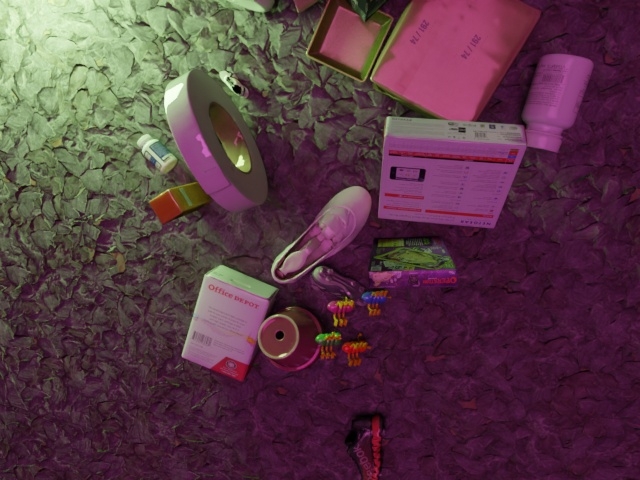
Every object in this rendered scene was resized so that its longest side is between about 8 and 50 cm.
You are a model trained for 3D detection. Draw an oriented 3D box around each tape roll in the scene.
[{"bbox_3d":[-0.265,-0.260,1.165,0.071,0.392,0.393,-22,98,13],"label":"tape roll"}]

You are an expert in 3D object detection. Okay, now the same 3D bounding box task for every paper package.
[{"bbox_3d":[0.334,-0.489,1.131,0.309,0.168,0.325,29,106,3],"label":"paper package"}]

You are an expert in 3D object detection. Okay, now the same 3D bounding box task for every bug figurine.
[{"bbox_3d":[0.097,0.254,1.325,0.216,0.072,0.279,6,114,-32],"label":"bug figurine"}]

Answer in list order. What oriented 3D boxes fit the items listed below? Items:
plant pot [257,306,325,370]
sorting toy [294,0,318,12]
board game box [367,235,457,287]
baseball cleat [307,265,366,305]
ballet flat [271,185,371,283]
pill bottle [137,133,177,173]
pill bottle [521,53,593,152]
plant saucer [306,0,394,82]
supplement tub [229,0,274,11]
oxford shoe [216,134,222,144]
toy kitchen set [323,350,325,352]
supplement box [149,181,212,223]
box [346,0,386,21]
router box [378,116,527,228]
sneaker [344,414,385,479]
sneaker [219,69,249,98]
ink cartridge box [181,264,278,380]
[{"bbox_3d":[-0.101,0.300,1.332,0.201,0.180,0.202,-4,75,15],"label":"plant pot"},{"bbox_3d":[-0.020,-0.733,1.116,0.193,0.208,0.038,-38,50,-9],"label":"sorting toy"},{"bbox_3d":[0.240,0.049,1.170,0.207,0.347,0.056,-6,102,11],"label":"board game box"},{"bbox_3d":[0.053,0.148,1.373,0.205,0.072,0.109,37,145,-17],"label":"baseball cleat"},{"bbox_3d":[0.000,0.000,1.311,0.400,0.139,0.139,-43,93,15],"label":"ballet flat"},{"bbox_3d":[-0.517,-0.275,1.369,0.120,0.067,0.067,45,105,-2],"label":"pill bottle"},{"bbox_3d":[0.604,-0.353,1.133,0.131,0.131,0.230,14,104,6],"label":"pill bottle"},{"bbox_3d":[0.082,-0.567,1.218,0.188,0.045,0.189,27,104,3],"label":"plant saucer"},{"bbox_3d":[-0.185,-0.795,1.119,0.228,0.228,0.317,22,105,4],"label":"supplement tub"},{"bbox_3d":[-0.345,-0.245,1.352,0.096,0.082,0.228,-2,102,29],"label":"oxford shoe"},{"bbox_3d":[-0.046,0.363,1.450,0.083,0.075,0.068,-22,84,-26],"label":"toy kitchen set"},{"bbox_3d":[-0.411,-0.118,1.300,0.078,0.233,0.080,-29,100,14],"label":"supplement box"},{"bbox_3d":[0.228,-0.730,0.995,0.395,0.318,0.097,-41,90,8],"label":"box"},{"bbox_3d":[0.328,-0.173,1.158,0.334,0.082,0.301,6,142,8],"label":"router box"},{"bbox_3d":[0.148,0.716,1.459,0.134,0.097,0.277,2,100,9],"label":"sneaker"},{"bbox_3d":[-0.262,-0.472,1.297,0.109,0.044,0.040,42,107,1],"label":"sneaker"},{"bbox_3d":[-0.293,0.268,1.418,0.225,0.131,0.307,22,103,5],"label":"ink cartridge box"}]
